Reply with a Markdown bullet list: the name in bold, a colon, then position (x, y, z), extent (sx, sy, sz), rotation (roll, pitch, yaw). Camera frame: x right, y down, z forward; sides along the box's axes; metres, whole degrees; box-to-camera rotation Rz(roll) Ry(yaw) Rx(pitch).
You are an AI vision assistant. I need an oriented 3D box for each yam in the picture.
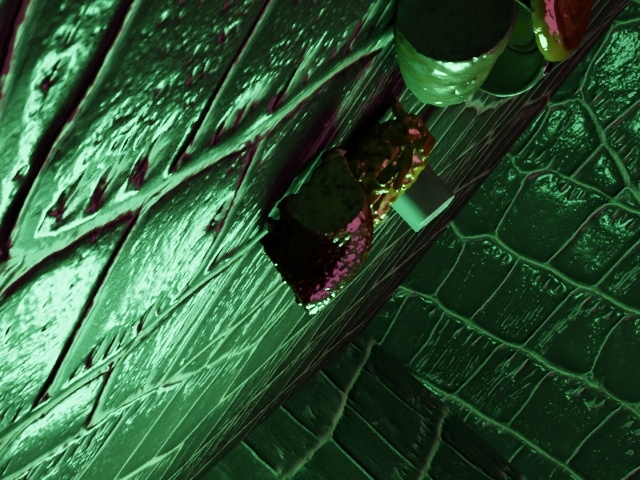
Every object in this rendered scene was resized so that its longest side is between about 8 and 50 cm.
- **yam**: position (0.151, -0.233, 1.184), extent (0.133, 0.133, 0.330), rotation (-48, 175, 1)

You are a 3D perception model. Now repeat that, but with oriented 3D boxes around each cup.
- **cup**: position (0.160, -0.090, 1.787), extent (0.095, 0.129, 0.128), rotation (-39, 172, -12)

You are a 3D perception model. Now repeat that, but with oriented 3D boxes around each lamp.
- **lamp**: position (0.302, -0.308, 1.442), extent (0.227, 0.147, 0.172), rotation (-39, 132, -46)

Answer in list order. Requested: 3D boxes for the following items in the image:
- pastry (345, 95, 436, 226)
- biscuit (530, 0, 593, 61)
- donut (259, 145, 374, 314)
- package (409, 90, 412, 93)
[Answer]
- **pastry**: position (0.071, -0.086, 1.455), extent (0.250, 0.102, 0.154), rotation (-52, 174, 27)
- **biscuit**: position (0.319, -0.358, 1.278), extent (0.262, 0.037, 0.262), rotation (-32, 127, -57)
- **donut**: position (0.010, -0.005, 1.347), extent (0.186, 0.126, 0.144), rotation (-40, 133, 5)
- **package**: position (0.158, -0.256, 1.434), extent (0.037, 0.015, 0.110), rotation (-52, 174, -40)
